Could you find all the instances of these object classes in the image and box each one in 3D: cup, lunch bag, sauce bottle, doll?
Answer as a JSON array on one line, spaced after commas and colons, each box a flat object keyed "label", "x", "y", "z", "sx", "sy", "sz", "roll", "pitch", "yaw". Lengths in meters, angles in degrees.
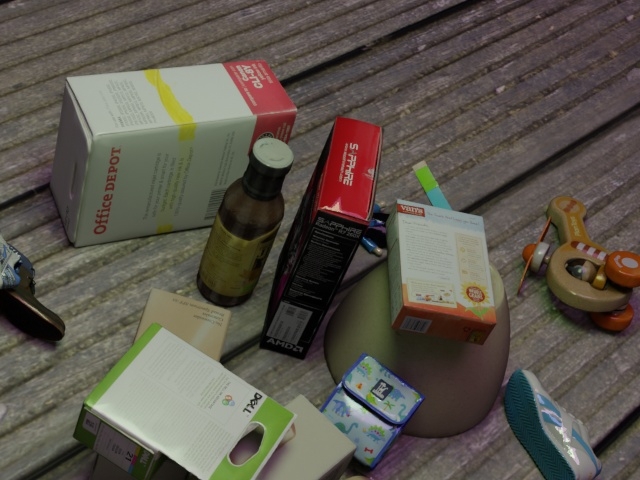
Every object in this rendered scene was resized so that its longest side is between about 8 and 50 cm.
[{"label": "cup", "x": 0.195, "y": 0.137, "z": 1.972, "sx": 0.331, "sy": 0.237, "sz": 0.331, "roll": 10, "pitch": 46, "yaw": -11}, {"label": "lunch bag", "x": 0.078, "y": 0.278, "z": 1.859, "sx": 0.129, "sy": 0.096, "sz": 0.151, "roll": 36, "pitch": 80, "yaw": 11}, {"label": "sauce bottle", "x": -0.124, "y": -0.029, "z": 1.931, "sx": 0.111, "sy": 0.344, "sz": 0.111, "roll": 11, "pitch": 48, "yaw": -12}, {"label": "doll", "x": 0.126, "y": -0.026, "z": 2.233, "sx": 0.189, "sy": 0.046, "sz": 0.129, "roll": 5, "pitch": 56, "yaw": -7}]

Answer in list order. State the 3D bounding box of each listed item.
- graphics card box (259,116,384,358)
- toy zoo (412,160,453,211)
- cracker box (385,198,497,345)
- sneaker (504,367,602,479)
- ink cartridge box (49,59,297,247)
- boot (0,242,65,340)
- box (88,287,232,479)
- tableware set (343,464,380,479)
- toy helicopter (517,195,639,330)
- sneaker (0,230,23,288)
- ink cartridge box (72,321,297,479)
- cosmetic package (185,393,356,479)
[{"label": "graphics card box", "x": 0.000, "y": 0.000, "z": 1.932, "sx": 0.094, "sy": 0.371, "sz": 0.232, "roll": 16, "pitch": 46, "yaw": -6}, {"label": "toy zoo", "x": 0.270, "y": 0.004, "z": 2.173, "sx": 0.030, "sy": 0.192, "sz": 0.293, "roll": -29, "pitch": 56, "yaw": 5}, {"label": "cracker box", "x": 0.191, "y": 0.049, "z": 1.838, "sx": 0.156, "sy": 0.067, "sz": 0.232, "roll": 11, "pitch": 47, "yaw": -12}, {"label": "sneaker", "x": 0.402, "y": 0.326, "z": 1.990, "sx": 0.092, "sy": 0.087, "sz": 0.228, "roll": -7, "pitch": 59, "yaw": -35}, {"label": "ink cartridge box", "x": -0.269, "y": -0.160, "z": 2.043, "sx": 0.385, "sy": 0.279, "sz": 0.160, "roll": -10, "pitch": 52, "yaw": -28}, {"label": "boot", "x": -0.488, "y": 0.076, "z": 1.881, "sx": 0.219, "sy": 0.082, "sz": 0.106, "roll": 30, "pitch": 48, "yaw": 11}, {"label": "box", "x": -0.246, "y": 0.241, "z": 1.789, "sx": 0.148, "sy": 0.121, "sz": 0.311, "roll": 17, "pitch": 45, "yaw": -7}, {"label": "tableware set", "x": 0.111, "y": 0.436, "z": 1.800, "sx": 0.194, "sy": 0.039, "sz": 0.128, "roll": 31, "pitch": 46, "yaw": 9}, {"label": "toy helicopter", "x": 0.503, "y": 0.022, "z": 2.302, "sx": 0.235, "sy": 0.140, "sz": 0.355, "roll": 5, "pitch": 36, "yaw": -4}, {"label": "sneaker", "x": -0.513, "y": 0.033, "z": 1.846, "sx": 0.058, "sy": 0.052, "sz": 0.135, "roll": 5, "pitch": 41, "yaw": -25}, {"label": "ink cartridge box", "x": -0.193, "y": 0.265, "z": 1.635, "sx": 0.255, "sy": 0.097, "sz": 0.189, "roll": 32, "pitch": 45, "yaw": 6}, {"label": "cosmetic package", "x": -0.103, "y": 0.379, "z": 1.696, "sx": 0.129, "sy": 0.153, "sz": 0.296, "roll": 43, "pitch": 47, "yaw": 18}]
